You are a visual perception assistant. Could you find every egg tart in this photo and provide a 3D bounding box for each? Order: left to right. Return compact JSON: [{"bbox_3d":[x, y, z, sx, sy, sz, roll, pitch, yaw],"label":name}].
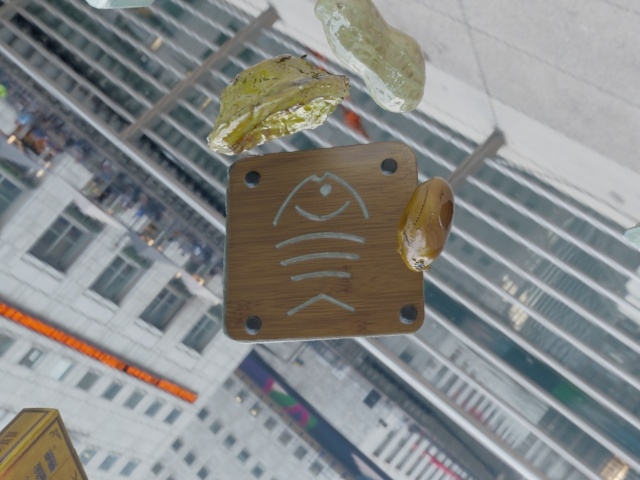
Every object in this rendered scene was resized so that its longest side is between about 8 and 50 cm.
[{"bbox_3d":[-0.071,-0.207,1.174,0.241,0.241,0.106,140,105,-85],"label":"egg tart"}]

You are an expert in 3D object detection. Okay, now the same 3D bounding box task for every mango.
[{"bbox_3d":[0.133,-0.023,0.999,0.063,0.127,0.077,17,176,-7],"label":"mango"}]

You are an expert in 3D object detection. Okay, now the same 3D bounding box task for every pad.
[{"bbox_3d":[0.000,0.000,1.113,0.286,0.284,0.018,-4,162,12],"label":"pad"}]

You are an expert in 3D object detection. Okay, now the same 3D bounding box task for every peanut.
[{"bbox_3d":[0.096,-0.326,1.334,0.257,0.123,0.123,46,172,-30],"label":"peanut"}]

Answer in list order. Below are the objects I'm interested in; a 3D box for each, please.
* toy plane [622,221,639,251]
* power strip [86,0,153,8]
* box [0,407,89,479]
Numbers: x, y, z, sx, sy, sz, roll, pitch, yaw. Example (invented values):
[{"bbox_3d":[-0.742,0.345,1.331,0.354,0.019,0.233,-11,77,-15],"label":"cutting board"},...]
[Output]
[{"bbox_3d":[0.345,-0.077,0.640,0.108,0.286,0.092,35,-145,-1],"label":"toy plane"},{"bbox_3d":[-0.290,-0.422,0.855,0.062,0.091,0.385,-39,77,43],"label":"power strip"},{"bbox_3d":[-0.482,0.465,1.345,0.193,0.084,0.302,-56,-44,-59],"label":"box"}]
